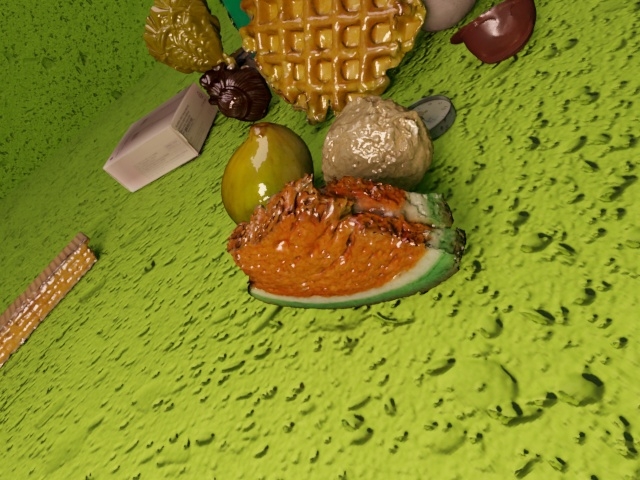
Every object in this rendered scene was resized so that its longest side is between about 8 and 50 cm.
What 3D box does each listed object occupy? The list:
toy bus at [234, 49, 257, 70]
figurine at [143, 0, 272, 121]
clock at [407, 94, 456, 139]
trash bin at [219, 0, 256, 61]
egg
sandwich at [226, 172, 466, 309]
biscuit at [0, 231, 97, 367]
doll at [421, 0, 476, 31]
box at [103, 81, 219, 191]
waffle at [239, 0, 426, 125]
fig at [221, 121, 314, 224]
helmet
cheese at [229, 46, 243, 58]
[{"bbox_3d":[-0.158,-0.453,1.072,0.274,0.090,0.112,-47,34,-7],"label":"toy bus"},{"bbox_3d":[-0.223,-0.379,0.926,0.315,0.168,0.187,47,106,14],"label":"figurine"},{"bbox_3d":[0.136,-0.159,0.562,0.085,0.017,0.085,-24,40,22],"label":"clock"},{"bbox_3d":[-0.040,-0.590,0.892,0.381,0.259,0.295,-25,53,6],"label":"trash bin"},{"bbox_3d":[0.061,-0.102,0.488,0.140,0.116,0.118,1,80,48],"label":"egg"},{"bbox_3d":[0.003,0.002,0.413,0.235,0.159,0.079,-31,37,48],"label":"sandwich"},{"bbox_3d":[-0.614,0.146,0.896,0.094,0.054,0.378,15,63,50],"label":"biscuit"},{"bbox_3d":[0.257,-0.422,0.635,0.287,0.151,0.151,-12,45,24],"label":"doll"},{"bbox_3d":[-0.397,-0.259,1.080,0.252,0.106,0.203,-21,42,27],"label":"box"},{"bbox_3d":[0.001,-0.360,0.681,0.302,0.325,0.068,-44,-9,34],"label":"waffle"},{"bbox_3d":[-0.071,-0.082,0.593,0.136,0.121,0.153,24,93,46],"label":"fig"},{"bbox_3d":[0.231,-0.262,0.550,0.111,0.057,0.089,-23,4,32],"label":"helmet"},{"bbox_3d":[-0.228,-0.574,1.304,0.162,0.036,0.086,-27,40,19],"label":"cheese"}]
